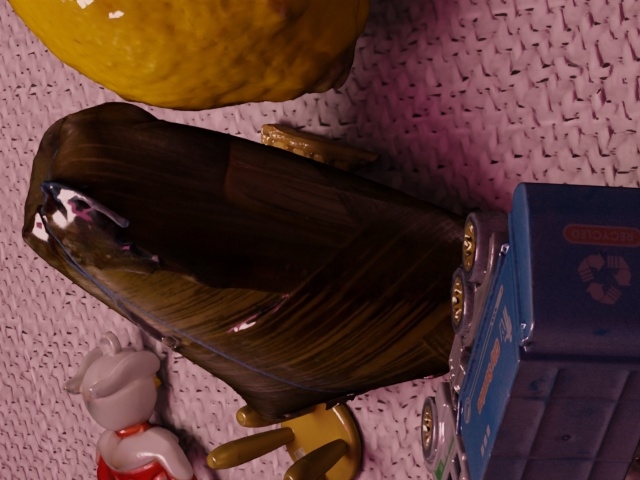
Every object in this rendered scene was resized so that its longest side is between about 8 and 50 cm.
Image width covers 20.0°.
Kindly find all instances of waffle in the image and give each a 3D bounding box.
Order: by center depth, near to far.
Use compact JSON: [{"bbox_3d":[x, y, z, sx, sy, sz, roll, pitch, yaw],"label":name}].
[{"bbox_3d":[0.001,-0.055,1.747,0.153,0.023,0.097,18,119,40],"label":"waffle"}]

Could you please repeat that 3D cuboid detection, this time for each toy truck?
[{"bbox_3d":[0.176,0.104,1.436,0.175,0.146,0.367,-95,10,-45],"label":"toy truck"}]

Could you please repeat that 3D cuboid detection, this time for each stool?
[{"bbox_3d":[-0.034,0.214,1.828,0.134,0.110,0.135,7,112,44],"label":"stool"}]

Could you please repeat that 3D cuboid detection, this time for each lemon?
[{"bbox_3d":[-0.111,-0.277,1.538,0.387,0.350,0.350,42,137,-7],"label":"lemon"}]

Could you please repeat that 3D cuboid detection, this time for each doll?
[{"bbox_3d":[-0.192,0.283,2.042,0.188,0.099,0.384,2,113,45],"label":"doll"}]

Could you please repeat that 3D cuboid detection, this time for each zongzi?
[{"bbox_3d":[0.000,0.000,1.542,0.432,0.403,0.207,-8,58,40],"label":"zongzi"}]

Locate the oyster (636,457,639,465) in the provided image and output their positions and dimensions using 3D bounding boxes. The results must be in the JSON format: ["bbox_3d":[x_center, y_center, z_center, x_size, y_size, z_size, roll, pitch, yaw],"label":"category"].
[{"bbox_3d":[0.312,0.180,1.434,0.110,0.166,0.341,12,125,16],"label":"oyster"}]
